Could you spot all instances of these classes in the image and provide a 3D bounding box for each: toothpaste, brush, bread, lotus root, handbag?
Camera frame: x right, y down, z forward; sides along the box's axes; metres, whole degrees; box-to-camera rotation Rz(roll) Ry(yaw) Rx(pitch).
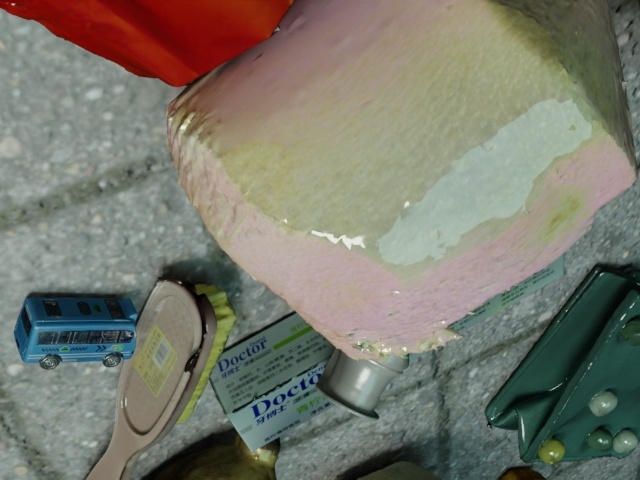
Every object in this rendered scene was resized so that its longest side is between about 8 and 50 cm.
[{"bbox_3d":[0.085,0.014,0.643,0.266,0.061,0.096,-60,178,0],"label":"toothpaste"},{"bbox_3d":[-0.141,0.155,0.687,0.067,0.072,0.312,-7,134,-46],"label":"brush"},{"bbox_3d":[0.269,0.382,1.164,0.074,0.053,0.132,10,120,-38],"label":"bread"},{"bbox_3d":[0.064,0.069,0.734,0.337,0.067,0.081,-28,139,-7],"label":"toothpaste"},{"bbox_3d":[-0.107,0.262,0.755,0.214,0.138,0.138,-48,138,-2],"label":"lotus root"},{"bbox_3d":[0.365,0.166,0.991,0.269,0.100,0.274,12,121,-38],"label":"handbag"}]

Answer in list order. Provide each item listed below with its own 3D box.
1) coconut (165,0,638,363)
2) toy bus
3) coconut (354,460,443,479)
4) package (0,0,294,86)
[{"bbox_3d":[0.060,-0.069,0.478,0.245,0.233,0.233,-38,138,10],"label":"coconut"},{"bbox_3d":[-0.176,0.065,0.597,0.083,0.038,0.046,4,123,-36],"label":"toy bus"},{"bbox_3d":[0.085,0.369,0.915,0.227,0.227,0.230,-9,133,-26],"label":"coconut"},{"bbox_3d":[-0.029,-0.258,0.332,0.196,0.123,0.423,22,113,-41],"label":"package"}]
